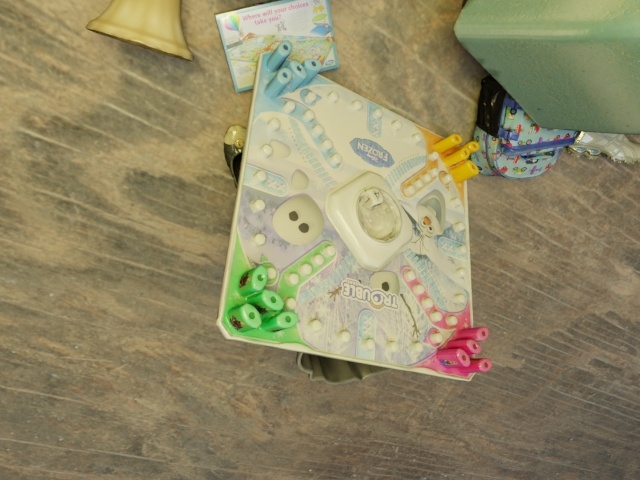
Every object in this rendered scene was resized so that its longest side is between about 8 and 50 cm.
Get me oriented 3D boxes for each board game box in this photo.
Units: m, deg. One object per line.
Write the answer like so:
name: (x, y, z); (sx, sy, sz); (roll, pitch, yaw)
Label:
board game box: (-0.058, -0.277, 0.676); (0.154, 0.026, 0.103); (-16, 123, -6)
board game box: (0.078, -0.034, 0.657); (0.390, 0.389, 0.050); (18, 154, -29)

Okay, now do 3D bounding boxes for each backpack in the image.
backpack: (0.333, -0.174, 0.796); (0.158, 0.117, 0.173); (-6, 122, -13)

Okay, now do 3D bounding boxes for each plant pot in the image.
plant pot: (0.360, -0.262, 0.529); (0.248, 0.252, 0.247); (25, 97, -38)

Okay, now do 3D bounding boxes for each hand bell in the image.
hand bell: (-0.185, -0.349, 0.567); (0.126, 0.126, 0.242); (12, 105, -22)

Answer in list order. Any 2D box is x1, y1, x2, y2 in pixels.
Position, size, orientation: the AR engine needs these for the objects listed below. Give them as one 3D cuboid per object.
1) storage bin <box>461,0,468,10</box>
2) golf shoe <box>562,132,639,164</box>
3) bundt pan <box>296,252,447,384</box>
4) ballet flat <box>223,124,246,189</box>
storage bin: (0.313, -0.361, 0.697); (0.180, 0.084, 0.122); (3, 119, -18)
golf shoe: (0.524, -0.187, 0.874); (0.176, 0.069, 0.086); (3, 113, -19)
bundt pan: (0.090, 0.105, 0.859); (0.331, 0.124, 0.330); (-16, 137, -15)
ballet flat: (-0.109, -0.096, 0.756); (0.058, 0.049, 0.173); (-16, 123, -7)
